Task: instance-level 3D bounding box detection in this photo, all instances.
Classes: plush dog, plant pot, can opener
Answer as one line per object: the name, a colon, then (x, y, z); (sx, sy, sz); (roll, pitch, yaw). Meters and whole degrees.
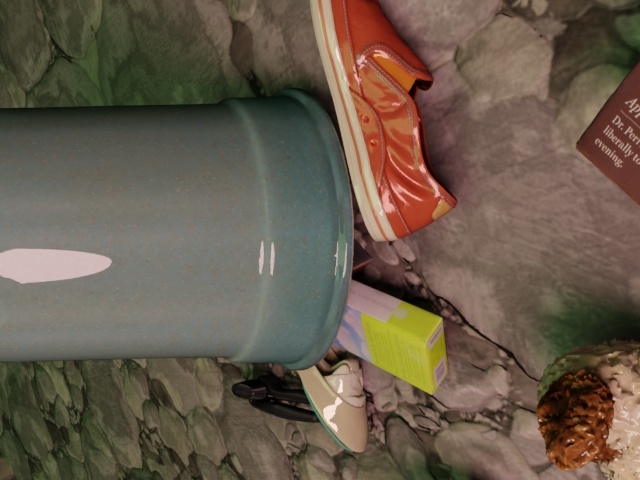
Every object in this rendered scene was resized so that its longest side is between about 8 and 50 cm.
plush dog: (0.281, 0.137, 0.481); (0.225, 0.262, 0.210); (4, 76, 34)
plant pot: (-0.188, -0.010, 0.696); (0.341, 0.334, 0.341); (4, 95, 63)
can opener: (-0.056, 0.240, 0.927); (0.186, 0.073, 0.059); (1, 100, 48)

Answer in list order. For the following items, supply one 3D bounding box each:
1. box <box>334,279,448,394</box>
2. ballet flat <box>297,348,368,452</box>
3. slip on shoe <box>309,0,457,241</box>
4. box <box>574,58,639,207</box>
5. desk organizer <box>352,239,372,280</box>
box: (0.062, 0.104, 0.749); (0.178, 0.042, 0.109); (22, 145, 33)
ballet flat: (0.004, 0.162, 0.844); (0.248, 0.086, 0.086); (54, 135, 16)
slip on shoe: (0.062, -0.167, 0.643); (0.101, 0.123, 0.331); (-15, 91, 15)
box: (0.303, -0.079, 0.357); (0.168, 0.167, 0.203); (59, 138, 33)
desk organizer: (0.000, 0.000, 0.801); (0.130, 0.047, 0.050); (48, 135, 20)
